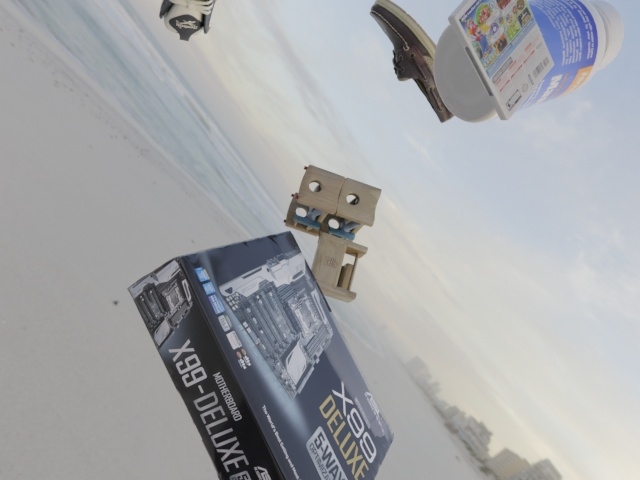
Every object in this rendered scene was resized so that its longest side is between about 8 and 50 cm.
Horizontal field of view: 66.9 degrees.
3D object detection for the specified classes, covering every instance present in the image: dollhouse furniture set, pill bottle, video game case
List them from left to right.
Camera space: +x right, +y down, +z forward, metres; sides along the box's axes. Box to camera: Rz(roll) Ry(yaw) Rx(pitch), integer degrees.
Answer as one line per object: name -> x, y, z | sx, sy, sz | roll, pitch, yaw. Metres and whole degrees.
dollhouse furniture set -> 0.000, 0.000, 0.784 | 0.128, 0.184, 0.129 | 18, -20, -8
video game case -> 0.180, -0.193, 0.473 | 0.122, 0.087, 0.011 | 48, -13, -29
pill bottle -> 0.321, -0.282, 0.732 | 0.152, 0.271, 0.152 | 50, -29, 40

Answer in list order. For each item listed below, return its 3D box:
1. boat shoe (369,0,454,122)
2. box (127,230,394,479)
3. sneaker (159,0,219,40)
boat shoe -> 0.192, -0.356, 0.976 | 0.285, 0.092, 0.103 | 42, 15, -18
box -> -0.043, 0.150, 0.543 | 0.308, 0.076, 0.242 | 63, 23, 5
sneaker -> -0.204, -0.389, 0.781 | 0.093, 0.153, 0.235 | 9, 33, -24
